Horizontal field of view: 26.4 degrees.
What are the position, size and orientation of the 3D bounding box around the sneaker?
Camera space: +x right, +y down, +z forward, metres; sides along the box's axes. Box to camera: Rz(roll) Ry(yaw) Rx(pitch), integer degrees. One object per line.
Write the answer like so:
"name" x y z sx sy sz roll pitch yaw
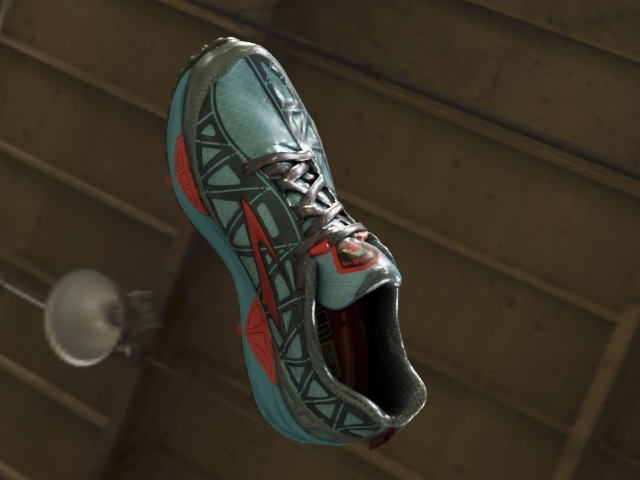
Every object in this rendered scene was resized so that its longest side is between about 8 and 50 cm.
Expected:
"sneaker" 0.000 0.000 0.811 0.125 0.104 0.261 0 -66 55
